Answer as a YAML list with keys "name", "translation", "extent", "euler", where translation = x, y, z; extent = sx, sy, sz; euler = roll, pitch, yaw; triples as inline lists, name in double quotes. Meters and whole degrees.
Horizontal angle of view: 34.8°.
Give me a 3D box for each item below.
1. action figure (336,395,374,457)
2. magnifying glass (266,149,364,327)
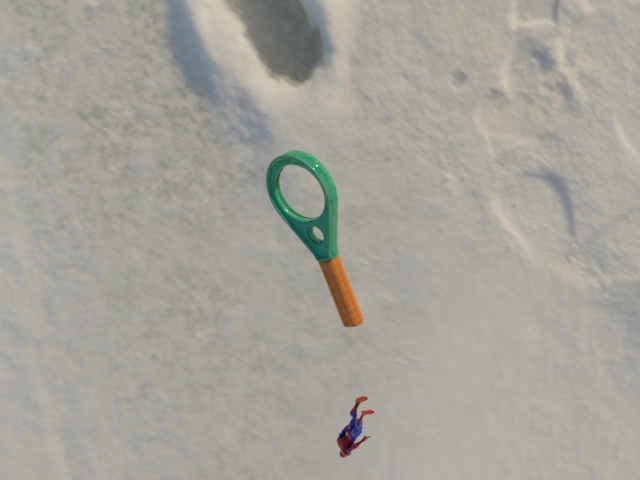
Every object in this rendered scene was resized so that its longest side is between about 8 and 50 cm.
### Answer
- name: "action figure"
  translation: [0.047, 0.266, 1.421]
  extent: [0.038, 0.030, 0.115]
  euler: [58, 139, 37]
- name: "magnifying glass"
  translation: [0.000, 0.000, 1.231]
  extent: [0.092, 0.026, 0.230]
  euler: [-8, 112, 41]
